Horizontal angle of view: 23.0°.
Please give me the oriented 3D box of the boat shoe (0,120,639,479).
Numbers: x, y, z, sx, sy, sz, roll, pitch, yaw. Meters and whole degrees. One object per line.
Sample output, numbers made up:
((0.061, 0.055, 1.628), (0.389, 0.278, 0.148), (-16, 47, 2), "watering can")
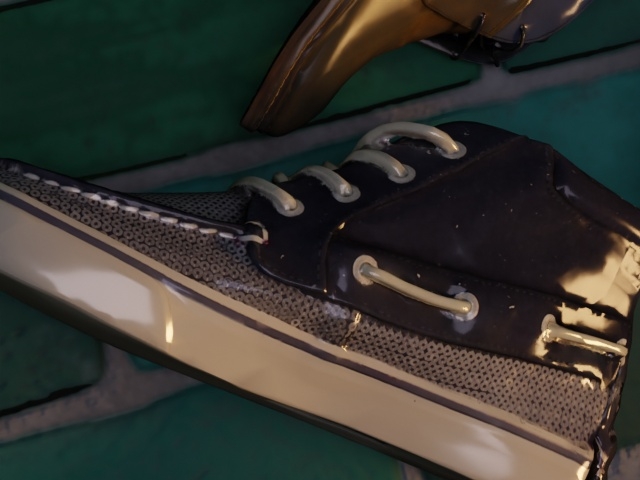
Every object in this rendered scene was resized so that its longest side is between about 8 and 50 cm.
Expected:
((0.000, 0.000, 0.723), (0.340, 0.127, 0.158), (25, 81, -19), "boat shoe")

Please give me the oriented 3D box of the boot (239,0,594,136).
((0.063, -0.110, 0.749), (0.106, 0.082, 0.219), (42, 80, -6), "boot")
